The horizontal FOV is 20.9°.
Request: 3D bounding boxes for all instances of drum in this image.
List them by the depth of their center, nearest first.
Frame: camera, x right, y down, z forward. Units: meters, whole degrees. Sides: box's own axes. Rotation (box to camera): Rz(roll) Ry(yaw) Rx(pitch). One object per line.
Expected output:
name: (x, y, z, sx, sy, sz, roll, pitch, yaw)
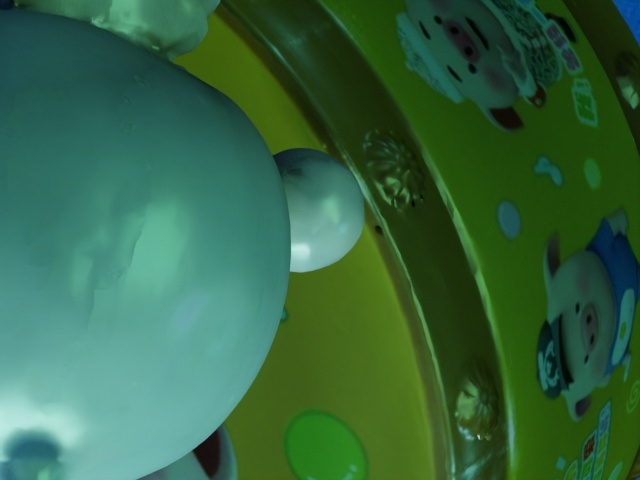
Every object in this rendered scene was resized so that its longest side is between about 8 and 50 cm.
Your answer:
drum: (-0.066, 0.019, 0.750, 0.214, 0.431, 0.431, -31, 117, -49)

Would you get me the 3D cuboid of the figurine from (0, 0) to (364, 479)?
figurine: (-0.055, -0.037, 0.476, 0.182, 0.145, 0.256, 19, 79, -59)
